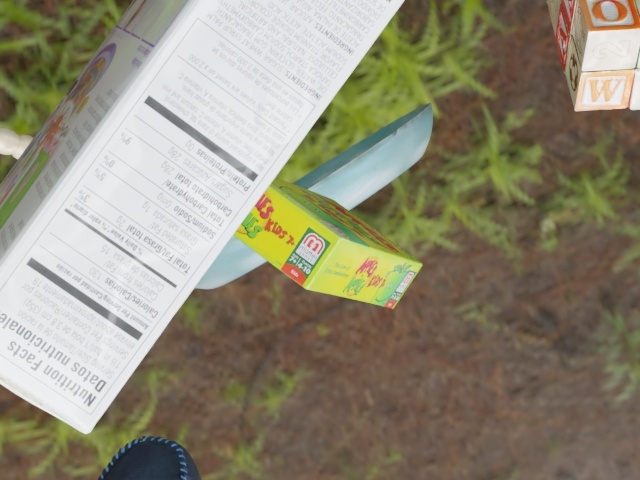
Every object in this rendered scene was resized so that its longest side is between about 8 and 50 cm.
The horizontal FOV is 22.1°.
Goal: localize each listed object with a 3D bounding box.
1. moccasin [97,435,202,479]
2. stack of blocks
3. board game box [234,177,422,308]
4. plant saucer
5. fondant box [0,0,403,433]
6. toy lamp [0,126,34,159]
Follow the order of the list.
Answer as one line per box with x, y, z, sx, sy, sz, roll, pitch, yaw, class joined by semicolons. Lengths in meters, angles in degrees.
-0.172;0.282;1.287;0.137;0.342;0.117;-7;132;21;moccasin
0.339;-0.202;1.326;0.297;0.171;0.087;-4;140;-4;stack of blocks
0.000;0.000;1.171;0.043;0.092;0.181;-57;159;7;board game box
-0.014;-0.036;1.640;0.317;0.044;0.317;-33;-176;3;plant saucer
-0.083;-0.076;0.941;0.096;0.238;0.330;37;91;-16;fondant box
-0.283;-0.087;1.788;0.274;0.080;0.080;22;126;-32;toy lamp
